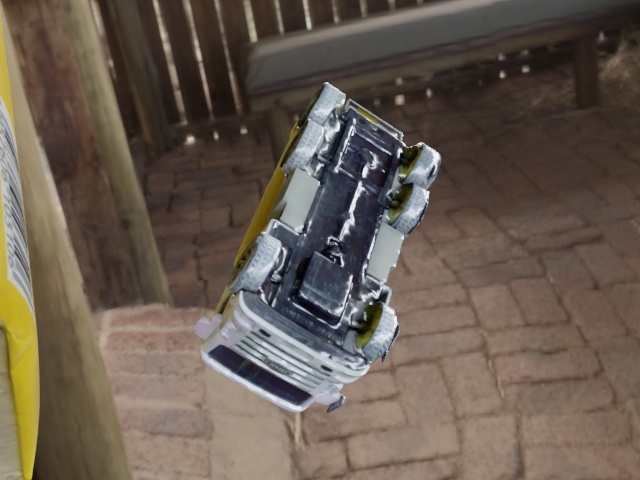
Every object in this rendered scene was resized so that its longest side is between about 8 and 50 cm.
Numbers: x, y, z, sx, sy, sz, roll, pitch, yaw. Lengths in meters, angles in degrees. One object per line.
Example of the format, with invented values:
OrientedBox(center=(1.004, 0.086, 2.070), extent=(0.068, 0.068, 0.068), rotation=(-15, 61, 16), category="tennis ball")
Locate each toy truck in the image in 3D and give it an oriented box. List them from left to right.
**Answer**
OrientedBox(center=(0.000, 0.000, 0.568), extent=(0.098, 0.114, 0.227), rotation=(31, 45, -11), category="toy truck")

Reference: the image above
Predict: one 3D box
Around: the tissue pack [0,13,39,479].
OrientedBox(center=(-0.291, -0.054, 0.504), extent=(0.228, 0.293, 0.382), rotation=(-6, 62, -18), category="tissue pack")
